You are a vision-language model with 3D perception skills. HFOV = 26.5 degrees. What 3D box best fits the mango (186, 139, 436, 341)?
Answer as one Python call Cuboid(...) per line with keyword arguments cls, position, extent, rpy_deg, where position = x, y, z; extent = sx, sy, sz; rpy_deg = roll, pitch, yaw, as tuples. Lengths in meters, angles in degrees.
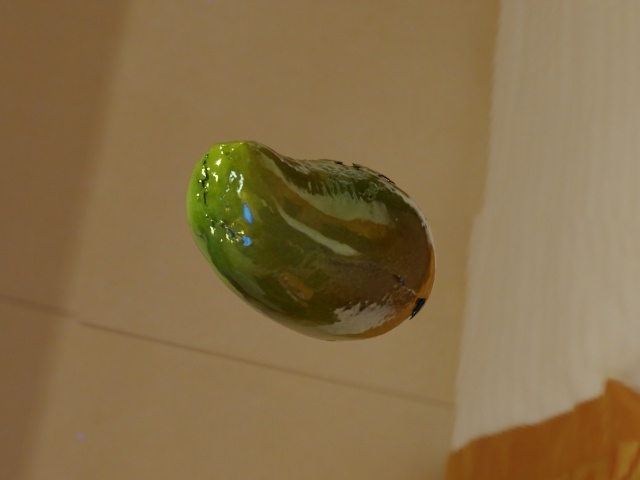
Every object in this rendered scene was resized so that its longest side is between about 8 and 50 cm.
Cuboid(cls="mango", position=(0.000, 0.000, 0.887), extent=(0.125, 0.233, 0.111), rpy_deg=(-42, 53, 4))
